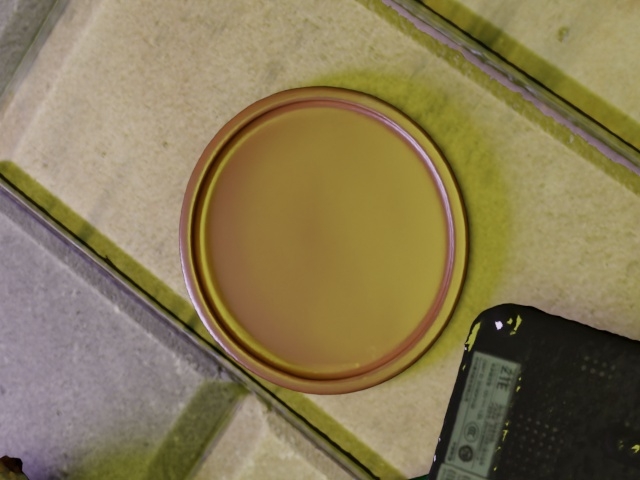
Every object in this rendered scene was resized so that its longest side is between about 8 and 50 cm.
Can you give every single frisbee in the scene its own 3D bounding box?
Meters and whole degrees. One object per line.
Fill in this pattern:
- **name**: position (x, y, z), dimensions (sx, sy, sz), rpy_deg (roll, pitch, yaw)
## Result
- **frisbee**: position (0.000, 0.000, 1.151), dimensions (0.251, 0.021, 0.250), rpy_deg (1, 92, 20)

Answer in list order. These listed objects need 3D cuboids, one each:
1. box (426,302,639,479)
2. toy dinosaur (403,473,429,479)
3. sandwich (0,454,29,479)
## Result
- **box**: position (0.164, 0.234, 1.005), dimensions (0.211, 0.058, 0.350), rpy_deg (17, 94, 32)
- **toy dinosaur**: position (0.170, 0.221, 1.069), dimensions (0.383, 0.076, 0.129), rpy_deg (-14, 81, 17)
- **sandwich**: position (-0.331, 0.312, 1.215), dimensions (0.250, 0.162, 0.301), rpy_deg (37, 107, 11)
